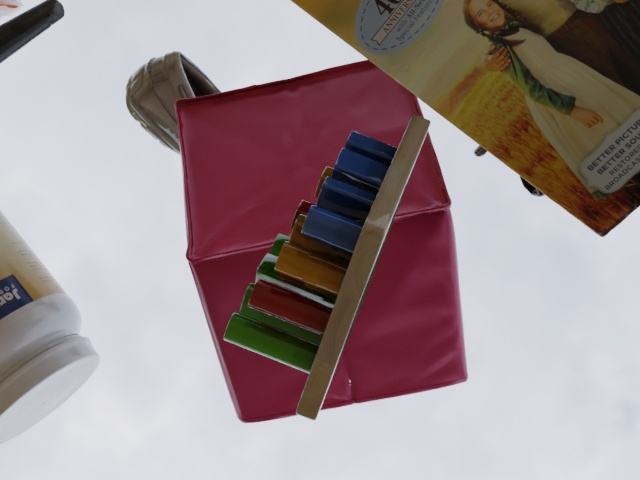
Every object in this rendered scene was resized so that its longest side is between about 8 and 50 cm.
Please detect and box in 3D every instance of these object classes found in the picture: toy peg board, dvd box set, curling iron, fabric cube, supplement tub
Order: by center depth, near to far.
[{"bbox_3d":[0.001,0.005,0.806,0.079,0.161,0.161,21,-56,3],"label":"toy peg board"},{"bbox_3d":[-0.295,-0.105,0.849,0.035,0.274,0.068,50,-29,11],"label":"curling iron"},{"bbox_3d":[0.181,-0.226,0.948,0.420,0.062,0.307,36,-62,-17],"label":"dvd box set"},{"bbox_3d":[0.000,0.000,1.246,0.259,0.258,0.254,-11,-135,1],"label":"fabric cube"},{"bbox_3d":[-0.467,0.096,1.594,0.228,0.228,0.316,-45,-101,20],"label":"supplement tub"}]

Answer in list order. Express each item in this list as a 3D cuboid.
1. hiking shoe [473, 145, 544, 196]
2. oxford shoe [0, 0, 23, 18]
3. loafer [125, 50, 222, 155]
[{"bbox_3d":[0.284,-0.098,1.377,0.226,0.086,0.114,24,-85,-16],"label":"hiking shoe"},{"bbox_3d":[-0.363,-0.224,1.067,0.132,0.363,0.130,-41,-68,-6],"label":"oxford shoe"},{"bbox_3d":[-0.124,-0.134,1.616,0.111,0.319,0.112,-29,-140,29],"label":"loafer"}]
